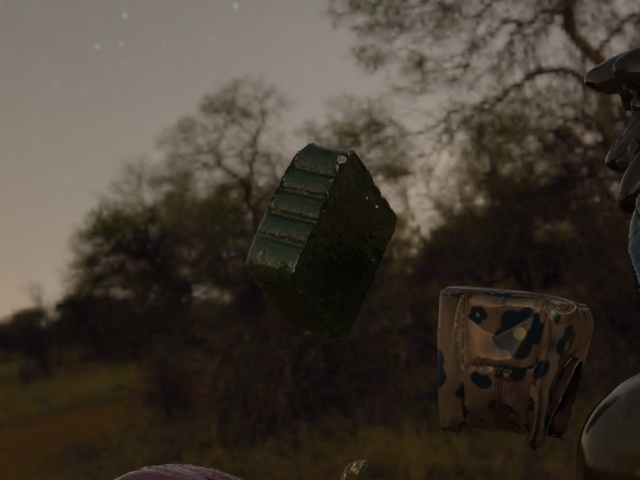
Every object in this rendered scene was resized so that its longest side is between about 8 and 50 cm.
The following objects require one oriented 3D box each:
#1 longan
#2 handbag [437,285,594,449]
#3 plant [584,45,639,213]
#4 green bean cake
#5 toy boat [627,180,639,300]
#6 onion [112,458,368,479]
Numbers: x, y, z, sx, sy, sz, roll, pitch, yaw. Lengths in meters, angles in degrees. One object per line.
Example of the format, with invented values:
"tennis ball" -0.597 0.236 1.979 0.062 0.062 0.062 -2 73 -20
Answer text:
"longan" 0.269 0.168 0.904 0.167 0.167 0.187 -8 -21 2
"handbag" 0.245 0.160 1.611 0.190 0.193 0.251 4 -3 18
"plant" 0.311 -0.124 0.851 0.181 0.194 0.321 3 -21 -22
"green bean cake" 0.000 0.000 1.460 0.094 0.183 0.185 17 -21 26
"toy boat" 0.196 0.009 0.593 0.092 0.134 0.299 31 21 -13
"onion" -0.106 0.385 1.202 0.358 0.358 0.345 -6 -12 -36
